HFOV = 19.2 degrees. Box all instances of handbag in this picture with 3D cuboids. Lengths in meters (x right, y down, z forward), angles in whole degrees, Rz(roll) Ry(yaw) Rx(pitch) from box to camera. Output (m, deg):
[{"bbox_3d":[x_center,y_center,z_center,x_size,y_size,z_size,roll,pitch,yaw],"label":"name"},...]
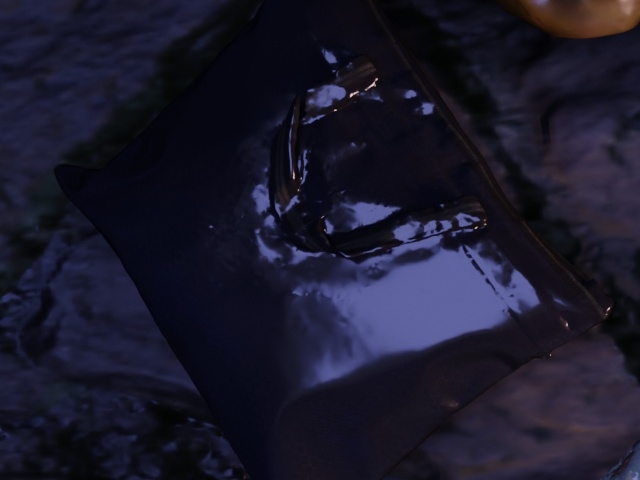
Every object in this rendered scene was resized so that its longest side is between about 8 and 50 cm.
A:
[{"bbox_3d":[0.000,0.000,0.979,0.211,0.089,0.254,-38,73,14],"label":"handbag"}]

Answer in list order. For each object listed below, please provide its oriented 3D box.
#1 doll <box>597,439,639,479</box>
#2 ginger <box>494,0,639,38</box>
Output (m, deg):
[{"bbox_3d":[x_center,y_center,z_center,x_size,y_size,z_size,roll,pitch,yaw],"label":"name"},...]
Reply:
[{"bbox_3d":[0.174,0.201,0.920,0.104,0.071,0.214,-14,89,22],"label":"doll"},{"bbox_3d":[0.082,-0.221,0.915,0.223,0.269,0.200,11,107,-19],"label":"ginger"}]
